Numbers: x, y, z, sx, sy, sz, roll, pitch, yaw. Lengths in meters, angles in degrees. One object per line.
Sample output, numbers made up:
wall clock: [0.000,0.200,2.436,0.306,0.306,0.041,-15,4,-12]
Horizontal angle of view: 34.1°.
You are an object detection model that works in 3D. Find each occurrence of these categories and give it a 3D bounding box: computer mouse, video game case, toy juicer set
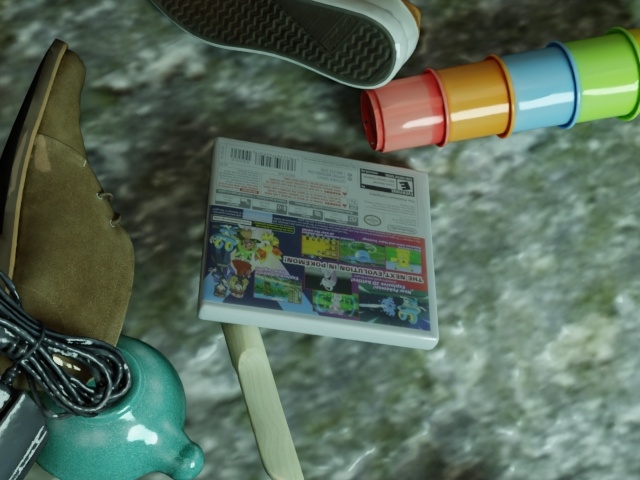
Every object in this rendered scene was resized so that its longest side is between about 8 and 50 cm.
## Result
computer mouse: [-0.273,0.151,0.706,0.272,0.072,0.188,-47,122,6]
video game case: [0.000,0.000,0.901,0.201,0.023,0.183,9,53,-11]
toy juicer set: [-0.172,0.101,0.863,0.329,0.089,0.209,7,56,-3]

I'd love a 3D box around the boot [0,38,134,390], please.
boot: [-0.208,-0.022,0.838,0.115,0.112,0.305,12,61,-19]

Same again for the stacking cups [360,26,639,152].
stacking cups: [0.195,-0.146,0.979,0.316,0.096,0.096,-9,76,-8]

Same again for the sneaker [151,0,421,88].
sneaker: [-0.042,-0.233,0.976,0.290,0.106,0.123,27,38,8]
